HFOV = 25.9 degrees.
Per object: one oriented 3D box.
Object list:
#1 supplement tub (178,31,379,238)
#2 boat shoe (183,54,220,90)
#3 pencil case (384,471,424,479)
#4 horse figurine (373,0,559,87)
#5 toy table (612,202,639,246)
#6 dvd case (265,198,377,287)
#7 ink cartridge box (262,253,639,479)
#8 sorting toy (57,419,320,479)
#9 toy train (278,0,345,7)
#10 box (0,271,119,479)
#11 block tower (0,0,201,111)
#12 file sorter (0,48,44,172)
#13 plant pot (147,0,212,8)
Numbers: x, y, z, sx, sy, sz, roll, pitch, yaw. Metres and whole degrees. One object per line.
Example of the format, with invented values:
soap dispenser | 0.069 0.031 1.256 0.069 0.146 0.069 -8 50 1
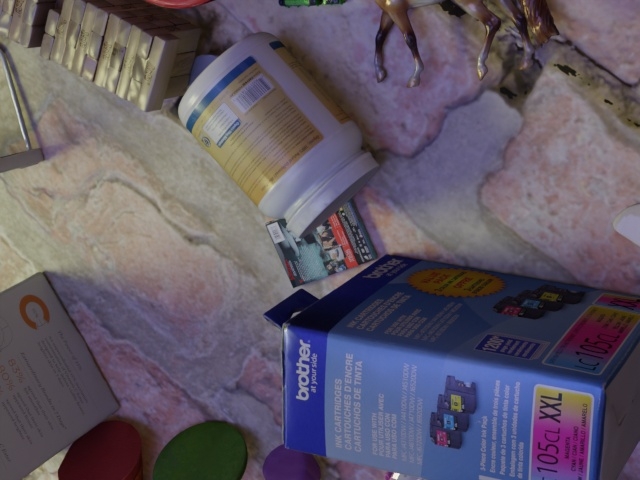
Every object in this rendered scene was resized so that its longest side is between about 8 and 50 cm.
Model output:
supplement tub | -0.045 -0.116 1.542 0.200 0.144 0.144 48 121 5
boat shoe | -0.141 -0.193 1.628 0.100 0.035 0.035 -20 88 38
pencil case | 0.250 0.330 1.538 0.386 0.160 0.167 32 110 13
horse figurine | 0.127 -0.251 1.457 0.263 0.066 0.174 -1 113 29
toy table | 0.427 -0.005 1.301 0.274 0.252 0.161 37 104 25
dvd case | 0.000 0.000 1.636 0.119 0.013 0.087 -21 97 30
ink cartridge box | 0.135 0.133 1.463 0.395 0.270 0.151 7 108 24
sorting toy | -0.156 0.319 1.792 0.365 0.127 0.126 -2 135 25
toy train | -0.010 -0.267 1.543 0.083 0.023 0.017 1 107 26
box | -0.451 0.213 1.741 0.168 0.345 0.215 -28 93 32
block tower | -0.291 -0.262 1.627 0.335 0.097 0.091 30 117 25
file sorter | -0.517 -0.136 1.702 0.193 0.277 0.173 -9 98 29
plant pot | -0.121 -0.353 1.482 0.191 0.174 0.191 8 110 24
